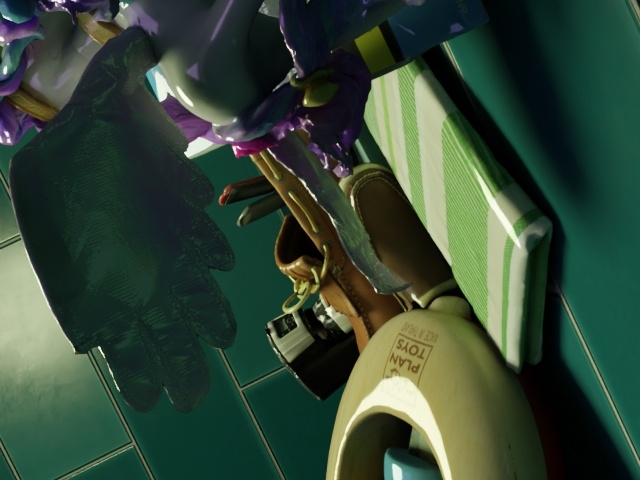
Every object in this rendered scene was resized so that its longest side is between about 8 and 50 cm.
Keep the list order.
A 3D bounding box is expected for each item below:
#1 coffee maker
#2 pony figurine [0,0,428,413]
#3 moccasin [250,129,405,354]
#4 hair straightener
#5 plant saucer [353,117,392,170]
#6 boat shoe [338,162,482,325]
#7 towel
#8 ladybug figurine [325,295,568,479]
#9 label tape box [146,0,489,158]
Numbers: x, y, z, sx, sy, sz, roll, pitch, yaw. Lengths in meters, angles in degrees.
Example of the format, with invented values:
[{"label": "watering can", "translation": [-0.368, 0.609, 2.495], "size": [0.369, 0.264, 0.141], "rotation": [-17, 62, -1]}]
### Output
[{"label": "coffee maker", "translation": [0.042, 0.127, 1.458], "size": [0.171, 0.178, 0.120], "rotation": [50, -172, -8]}, {"label": "pony figurine", "translation": [-0.068, -0.116, 0.697], "size": [0.351, 0.363, 0.303], "rotation": [52, -148, 14]}, {"label": "moccasin", "translation": [0.001, 0.002, 1.241], "size": [0.139, 0.147, 0.380], "rotation": [56, 171, 55]}, {"label": "hair straightener", "translation": [-0.027, -0.055, 1.497], "size": [0.089, 0.230, 0.047], "rotation": [52, 131, 21]}, {"label": "plant saucer", "translation": [0.061, -0.076, 1.323], "size": [0.317, 0.044, 0.317], "rotation": [63, 174, 12]}, {"label": "boat shoe", "translation": [0.110, 0.031, 1.144], "size": [0.257, 0.095, 0.095], "rotation": [54, 176, -25]}, {"label": "towel", "translation": [0.108, -0.067, 0.965], "size": [0.248, 0.038, 0.324], "rotation": [75, 170, -58]}, {"label": "ladybug figurine", "translation": [0.130, 0.277, 1.086], "size": [0.305, 0.162, 0.449], "rotation": [19, 106, 57]}, {"label": "label tape box", "translation": [-0.025, -0.232, 0.842], "size": [0.348, 0.115, 0.249], "rotation": [-17, 101, 46]}]
